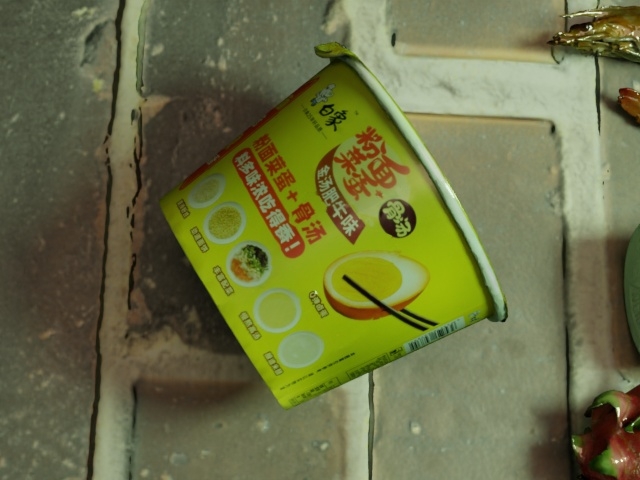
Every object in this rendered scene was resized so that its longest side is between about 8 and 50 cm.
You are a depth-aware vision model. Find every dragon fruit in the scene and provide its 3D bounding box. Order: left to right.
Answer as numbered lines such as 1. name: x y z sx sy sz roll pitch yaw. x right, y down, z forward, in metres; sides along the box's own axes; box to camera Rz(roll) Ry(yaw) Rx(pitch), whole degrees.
1. dragon fruit: 0.361 0.195 1.192 0.235 0.135 0.137 -13 78 1

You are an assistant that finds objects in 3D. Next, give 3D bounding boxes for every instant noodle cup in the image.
1. instant noodle cup: 0.000 0.000 1.141 0.221 0.311 0.311 -31 81 -4

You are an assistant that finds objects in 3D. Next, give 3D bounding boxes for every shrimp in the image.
1. shrimp: 0.367 -0.192 1.336 0.248 0.068 0.150 13 80 -8

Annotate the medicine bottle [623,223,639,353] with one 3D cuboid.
1. medicine bottle: 0.487 0.045 1.239 0.318 0.158 0.158 -2 76 -7
